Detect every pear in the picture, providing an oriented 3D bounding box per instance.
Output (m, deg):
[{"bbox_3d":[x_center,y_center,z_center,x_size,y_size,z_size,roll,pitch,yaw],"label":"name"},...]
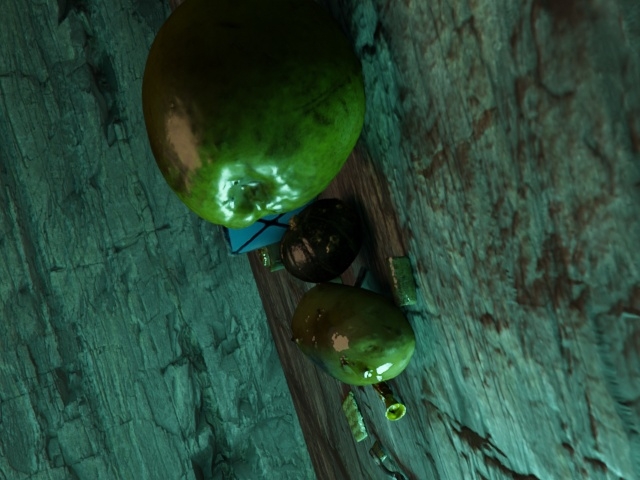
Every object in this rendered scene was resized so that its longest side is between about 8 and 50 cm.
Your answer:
[{"bbox_3d":[-0.108,-0.228,0.815,0.352,0.351,0.414,101,167,-62],"label":"pear"}]

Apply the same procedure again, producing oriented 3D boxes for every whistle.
[{"bbox_3d":[0.141,0.350,1.155,0.109,0.057,0.046,-129,52,-58],"label":"whistle"}]

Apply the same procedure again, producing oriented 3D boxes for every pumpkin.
[{"bbox_3d":[0.000,0.000,1.038,0.146,0.190,0.190,48,179,-31],"label":"pumpkin"}]

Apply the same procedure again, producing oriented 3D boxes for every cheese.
[{"bbox_3d":[0.062,0.142,1.155,0.235,0.049,0.127,107,-173,-51],"label":"cheese"}]

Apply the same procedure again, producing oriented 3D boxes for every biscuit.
[{"bbox_3d":[0.105,0.552,1.597,0.203,0.016,0.144,102,148,-64],"label":"biscuit"}]

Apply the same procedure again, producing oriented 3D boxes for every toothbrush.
[{"bbox_3d":[0.208,0.598,1.235,0.035,0.042,0.413,38,174,-18],"label":"toothbrush"}]

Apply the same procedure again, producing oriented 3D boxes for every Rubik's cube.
[{"bbox_3d":[-0.165,-0.143,1.330,0.260,0.259,0.255,95,155,-64],"label":"Rubik's cube"}]

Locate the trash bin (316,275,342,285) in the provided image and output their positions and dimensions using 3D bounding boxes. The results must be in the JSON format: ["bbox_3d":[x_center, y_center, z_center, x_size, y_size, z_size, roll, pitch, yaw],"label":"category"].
[{"bbox_3d":[0.030,0.131,1.302,0.043,0.060,0.092,163,87,-75],"label":"trash bin"}]

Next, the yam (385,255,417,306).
[{"bbox_3d":[0.137,0.066,0.868,0.043,0.043,0.094,-157,52,-71],"label":"yam"}]

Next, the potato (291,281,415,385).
[{"bbox_3d":[0.062,0.179,0.974,0.210,0.173,0.307,51,162,-11],"label":"potato"}]

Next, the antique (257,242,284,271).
[{"bbox_3d":[-0.118,0.001,1.523,0.152,0.147,0.147,116,137,-73],"label":"antique"}]

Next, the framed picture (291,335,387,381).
[{"bbox_3d":[0.039,0.284,1.267,0.023,0.189,0.260,-69,13,-9],"label":"framed picture"}]
